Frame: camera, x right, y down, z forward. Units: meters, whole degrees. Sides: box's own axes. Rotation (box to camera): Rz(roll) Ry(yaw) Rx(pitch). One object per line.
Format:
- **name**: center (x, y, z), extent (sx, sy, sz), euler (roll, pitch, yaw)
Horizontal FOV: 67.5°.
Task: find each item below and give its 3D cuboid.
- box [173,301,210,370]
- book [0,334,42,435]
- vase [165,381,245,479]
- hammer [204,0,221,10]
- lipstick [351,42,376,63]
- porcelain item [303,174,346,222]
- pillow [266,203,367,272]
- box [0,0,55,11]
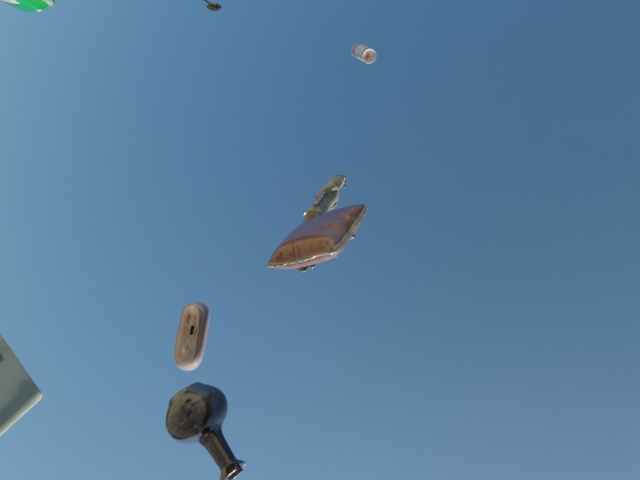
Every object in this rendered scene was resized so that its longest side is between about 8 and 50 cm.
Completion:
- **box**: center (-0.379, 0.281, 1.413), extent (0.146, 0.088, 0.200), euler (125, -26, -63)
- **book**: center (-0.380, 0.131, 0.273), extent (0.043, 0.371, 0.260), euler (-5, -63, 28)
- **vase**: center (-0.205, 0.357, 0.885), extent (0.120, 0.120, 0.183), euler (-48, -110, 18)
- **hammer**: center (-0.202, -0.403, 0.778), extent (0.029, 0.123, 0.014), euler (9, -85, 18)
- **lipstick**: center (0.112, -0.493, 1.257), extent (0.038, 0.038, 0.131), euler (-51, -156, 16)
- **porcelain item**: center (0.016, -0.109, 1.247), extent (0.054, 0.213, 0.084), euler (14, -48, 13)
- **pillow**: center (0.000, 0.000, 0.950), extent (0.179, 0.171, 0.075), euler (-18, -69, 38)
- **box**: center (-0.303, -0.358, 0.421), extent (0.103, 0.180, 0.250), euler (21, -81, 11)
